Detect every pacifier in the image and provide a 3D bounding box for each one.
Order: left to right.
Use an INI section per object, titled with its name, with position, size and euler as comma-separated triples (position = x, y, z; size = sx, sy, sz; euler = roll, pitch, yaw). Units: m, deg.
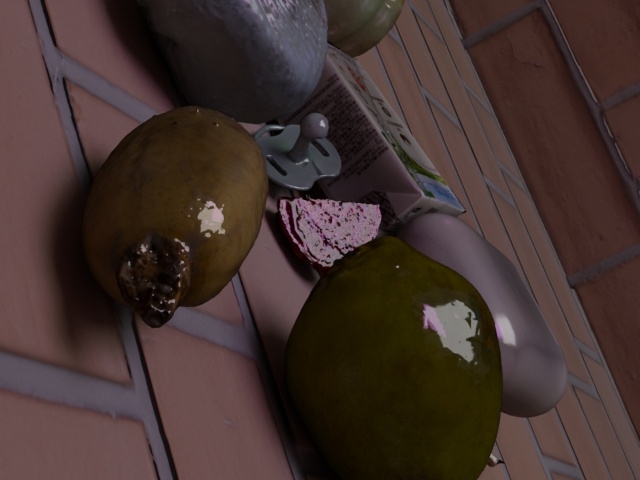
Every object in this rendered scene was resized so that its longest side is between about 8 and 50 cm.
[pacifier]
position = -0.028, -0.137, 1.831
size = 0.150, 0.116, 0.127
euler = -20, 61, -43

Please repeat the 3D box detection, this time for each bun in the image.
[bun]
position = -0.123, -0.322, 1.705
size = 0.354, 0.194, 0.354
euler = -16, 90, -71

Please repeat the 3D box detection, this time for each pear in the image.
[pear]
position = 0.092, 0.156, 1.527
size = 0.269, 0.269, 0.321
euler = -36, 111, -73

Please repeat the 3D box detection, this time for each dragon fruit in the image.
[dragon fruit]
position = 0.000, 0.000, 1.795
size = 0.162, 0.083, 0.106
euler = 4, 73, -33

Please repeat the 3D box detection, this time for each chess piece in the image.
[chess piece]
position = -0.052, -0.501, 2.181
size = 0.442, 0.234, 0.234
euler = 34, 32, -50

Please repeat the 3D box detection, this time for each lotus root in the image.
[lotus root]
position = -0.143, -0.027, 1.257
size = 0.342, 0.169, 0.151
euler = -79, 165, -65

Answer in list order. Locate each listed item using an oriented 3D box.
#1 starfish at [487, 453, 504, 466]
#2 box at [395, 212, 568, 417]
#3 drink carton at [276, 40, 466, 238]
[starfish]
position = 0.142, 0.173, 1.908
size = 0.324, 0.082, 0.432
euler = 55, 11, -26
[box]
position = 0.238, 0.114, 1.927
size = 0.288, 0.141, 0.349
euler = 63, 14, 25
[drink carton]
position = 0.057, -0.143, 1.987
size = 0.324, 0.132, 0.194
euler = 56, 18, 20
